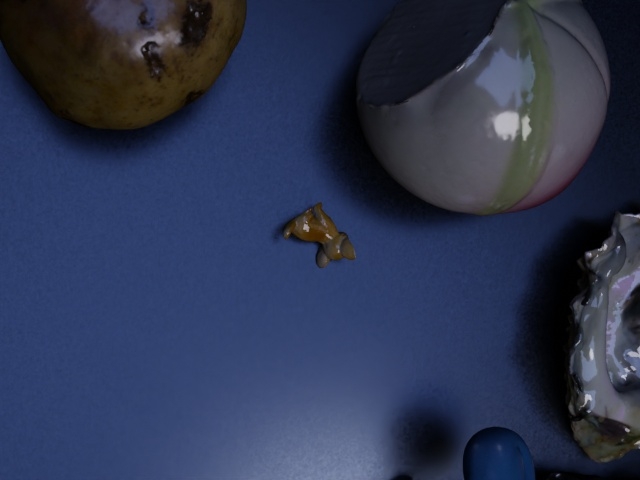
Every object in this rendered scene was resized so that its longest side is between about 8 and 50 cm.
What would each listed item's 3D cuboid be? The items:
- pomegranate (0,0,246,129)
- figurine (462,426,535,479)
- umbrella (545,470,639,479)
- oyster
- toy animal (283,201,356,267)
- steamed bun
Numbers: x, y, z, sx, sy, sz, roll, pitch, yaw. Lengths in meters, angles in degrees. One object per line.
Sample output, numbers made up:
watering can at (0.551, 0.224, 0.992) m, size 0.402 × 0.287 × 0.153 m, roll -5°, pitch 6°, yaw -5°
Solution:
pomegranate at (-0.220, -0.263, 1.323) m, size 0.281 × 0.281 × 0.281 m, roll 1°, pitch 87°, yaw -11°
figurine at (0.246, 0.424, 1.348) m, size 0.298 × 0.243 × 0.416 m, roll -19°, pitch 117°, yaw 26°
umbrella at (0.380, 0.345, 1.478) m, size 0.358 × 0.106 × 0.113 m, roll 5°, pitch 95°, yaw -10°
oyster at (0.399, 0.112, 1.496) m, size 0.238 × 0.115 × 0.351 m, roll 16°, pitch 89°, yaw -18°
toy animal at (0.000, 0.000, 1.450) m, size 0.083 × 0.060 × 0.081 m, roll 56°, pitch 40°, yaw -2°
steamed bun at (0.210, -0.155, 1.393) m, size 0.309 × 0.309 × 0.309 m, roll 1°, pitch 87°, yaw -11°
